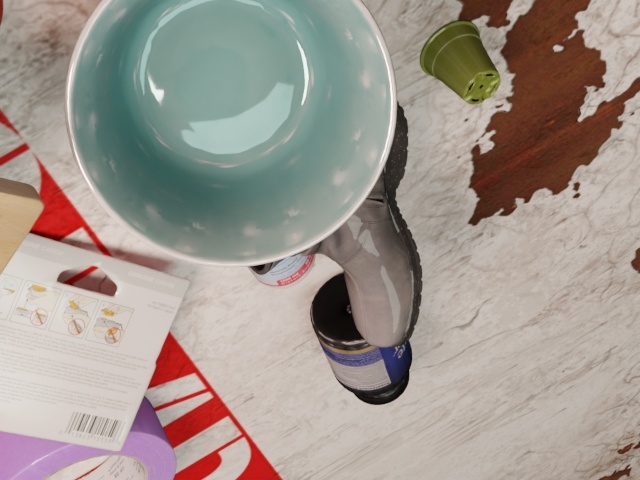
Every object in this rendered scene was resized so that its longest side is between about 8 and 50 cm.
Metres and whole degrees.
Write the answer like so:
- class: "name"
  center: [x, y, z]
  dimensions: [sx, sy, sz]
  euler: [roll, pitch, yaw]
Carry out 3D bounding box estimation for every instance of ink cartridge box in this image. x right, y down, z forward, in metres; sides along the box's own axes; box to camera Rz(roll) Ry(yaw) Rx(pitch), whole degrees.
- class: "ink cartridge box"
  center: [-0.319, 0.116, 1.497]
  dimensions: [0.275, 0.060, 0.239]
  euler: [19, 96, -39]

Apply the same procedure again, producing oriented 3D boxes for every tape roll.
- class: "tape roll"
  center: [-0.340, 0.319, 1.723]
  dimensions: [0.274, 0.090, 0.275]
  euler: [-21, 143, -17]

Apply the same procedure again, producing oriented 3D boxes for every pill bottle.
- class: "pill bottle"
  center: [-0.070, -0.012, 1.535]
  dimensions: [0.087, 0.087, 0.160]
  euler: [-33, 145, 0]
- class: "pill bottle"
  center: [0.065, 0.148, 1.800]
  dimensions: [0.122, 0.123, 0.219]
  euler: [-29, 145, -5]

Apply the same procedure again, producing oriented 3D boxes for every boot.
- class: "boot"
  center: [0.000, 0.000, 1.481]
  dimensions: [0.222, 0.118, 0.338]
  euler: [-24, 114, -38]

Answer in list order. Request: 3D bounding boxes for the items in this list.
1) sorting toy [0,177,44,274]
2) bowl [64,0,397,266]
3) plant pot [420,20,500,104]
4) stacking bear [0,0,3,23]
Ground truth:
- class: "sorting toy"
  center: [-0.405, 0.013, 1.025]
  dimensions: [0.257, 0.089, 0.255]
  euler: [13, 123, -46]
- class: "bowl"
  center: [-0.091, -0.144, 1.237]
  dimensions: [0.311, 0.163, 0.312]
  euler: [-3, 108, -8]
- class: "plant pot"
  center: [0.174, -0.205, 1.500]
  dimensions: [0.083, 0.079, 0.083]
  euler: [-21, 144, -16]
- class: "stacking bear"
  center: [-0.365, -0.137, 1.090]
  dimensions: [0.175, 0.164, 0.289]
  euler: [3, 134, -41]
